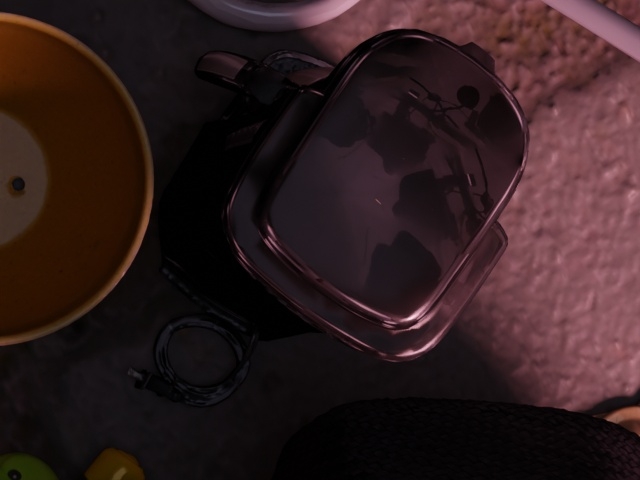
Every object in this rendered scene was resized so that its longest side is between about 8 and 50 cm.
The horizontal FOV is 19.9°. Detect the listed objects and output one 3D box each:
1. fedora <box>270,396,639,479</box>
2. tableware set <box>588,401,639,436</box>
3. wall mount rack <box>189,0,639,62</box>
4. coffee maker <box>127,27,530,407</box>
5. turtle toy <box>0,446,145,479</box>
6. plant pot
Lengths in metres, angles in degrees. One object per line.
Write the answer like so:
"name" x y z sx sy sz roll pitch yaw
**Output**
"fedora" 0.077 0.166 0.781 0.334 0.334 0.152 17 55 -13
"tableware set" 0.199 0.134 0.901 0.141 0.020 0.168 -16 97 -11
"wall mount rack" 0.066 -0.195 0.717 0.304 0.130 0.350 13 124 -12
"coffee maker" 0.000 0.000 0.767 0.120 0.178 0.171 12 89 -13
"turtle toy" -0.102 0.140 0.804 0.130 0.066 0.095 39 83 -12
"plant pot" -0.144 -0.026 0.773 0.134 0.095 0.134 0 91 -14
